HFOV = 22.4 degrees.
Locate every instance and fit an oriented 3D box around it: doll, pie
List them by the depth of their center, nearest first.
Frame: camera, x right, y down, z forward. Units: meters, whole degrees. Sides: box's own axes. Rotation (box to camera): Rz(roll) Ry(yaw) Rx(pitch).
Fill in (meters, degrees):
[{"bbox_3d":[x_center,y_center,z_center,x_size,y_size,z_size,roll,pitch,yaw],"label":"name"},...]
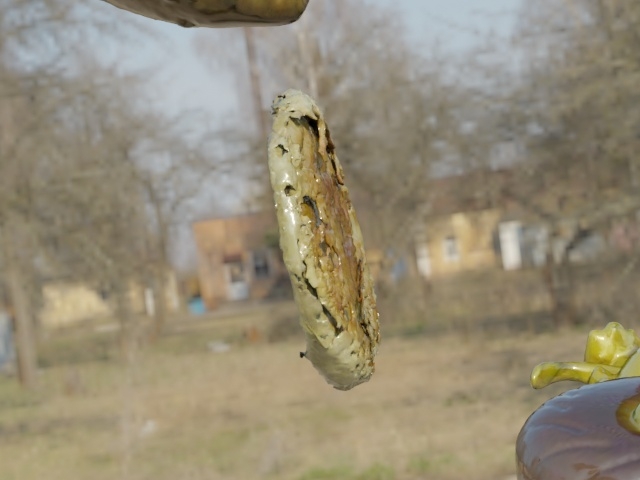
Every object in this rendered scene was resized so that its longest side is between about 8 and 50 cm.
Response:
[{"bbox_3d":[0.134,0.077,0.610,0.145,0.096,0.188,2,22,-26],"label":"doll"},{"bbox_3d":[0.000,0.000,1.409,0.055,0.274,0.274,-12,-2,8],"label":"pie"}]

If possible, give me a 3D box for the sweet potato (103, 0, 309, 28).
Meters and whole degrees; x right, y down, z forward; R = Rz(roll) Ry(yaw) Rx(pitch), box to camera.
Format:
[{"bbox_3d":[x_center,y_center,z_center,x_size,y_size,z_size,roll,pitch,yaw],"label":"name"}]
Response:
[{"bbox_3d":[-0.146,-0.153,0.498,0.346,0.079,0.108,24,10,7],"label":"sweet potato"}]
